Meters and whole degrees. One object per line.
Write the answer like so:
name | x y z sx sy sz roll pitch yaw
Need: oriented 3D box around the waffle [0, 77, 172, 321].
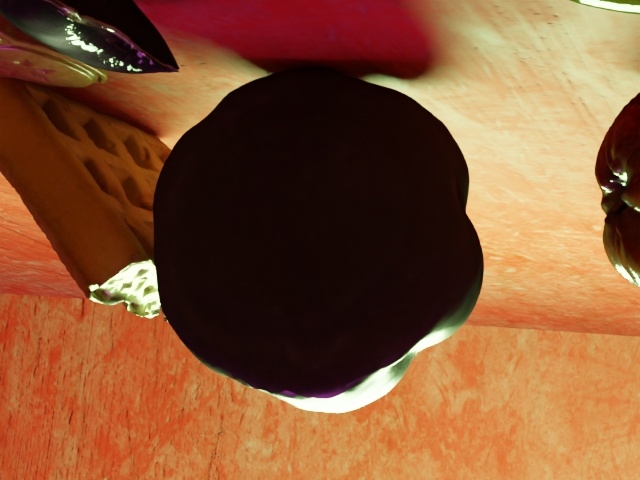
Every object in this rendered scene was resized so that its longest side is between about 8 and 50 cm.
waffle | -0.153 -0.025 1.161 0.221 0.055 0.248 52 -165 27

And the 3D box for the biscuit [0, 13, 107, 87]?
biscuit | -0.224 -0.132 1.033 0.140 0.023 0.118 14 168 -43

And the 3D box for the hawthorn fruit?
hawthorn fruit | 0.285 -0.032 0.929 0.203 0.162 0.162 -3 172 -4

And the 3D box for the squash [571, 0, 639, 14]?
squash | 0.191 -0.126 0.651 0.201 0.066 0.066 3 170 21

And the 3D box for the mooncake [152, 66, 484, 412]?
mooncake | 0.000 0.000 1.011 0.245 0.245 0.133 4 170 15

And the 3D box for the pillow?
pillow | -0.148 -0.136 0.853 0.091 0.055 0.136 5 169 24
